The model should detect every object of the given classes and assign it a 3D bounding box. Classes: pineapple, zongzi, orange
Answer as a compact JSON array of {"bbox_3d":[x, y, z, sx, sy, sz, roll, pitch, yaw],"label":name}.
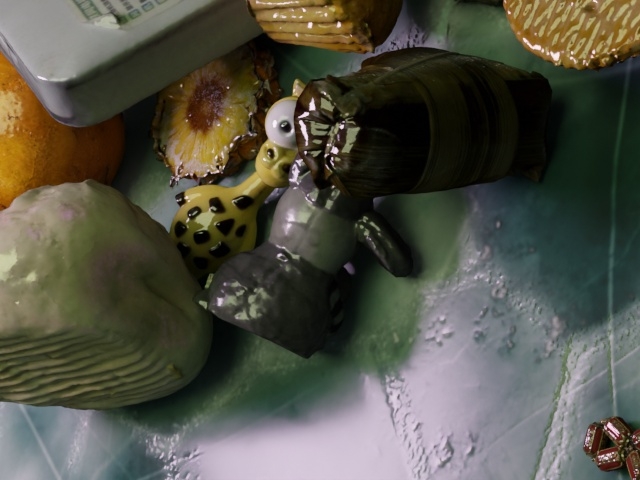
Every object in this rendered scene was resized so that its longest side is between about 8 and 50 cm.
[{"bbox_3d":[-0.127,-0.154,1.912,0.221,0.047,0.221,-17,64,38],"label":"pineapple"},{"bbox_3d":[0.048,-0.139,1.621,0.288,0.286,0.134,31,118,46],"label":"zongzi"},{"bbox_3d":[-0.358,-0.135,1.970,0.240,0.240,0.240,-14,66,35],"label":"orange"}]

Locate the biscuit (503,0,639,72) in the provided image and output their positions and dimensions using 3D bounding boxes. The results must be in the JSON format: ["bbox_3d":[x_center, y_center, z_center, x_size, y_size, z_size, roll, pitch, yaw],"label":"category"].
[{"bbox_3d":[0.280,-0.283,1.525,0.254,0.035,0.254,-14,67,38],"label":"biscuit"}]

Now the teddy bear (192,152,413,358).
[{"bbox_3d":[0.002,0.018,1.695,0.171,0.144,0.251,40,91,10],"label":"teddy bear"}]

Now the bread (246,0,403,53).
[{"bbox_3d":[0.011,-0.316,1.697,0.139,0.240,0.240,-4,72,25],"label":"bread"}]

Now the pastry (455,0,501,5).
[{"bbox_3d":[0.181,-0.350,1.692,0.192,0.093,0.182,-45,54,19],"label":"pastry"}]

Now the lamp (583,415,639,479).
[{"bbox_3d":[0.279,0.193,1.468,0.083,0.031,0.063,8,78,44],"label":"lamp"}]

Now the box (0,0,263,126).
[{"bbox_3d":[-0.225,-0.344,1.904,0.396,0.111,0.396,-30,50,-11],"label":"box"}]

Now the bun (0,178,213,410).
[{"bbox_3d":[-0.293,0.061,1.786,0.361,0.361,0.213,-16,58,35],"label":"bun"}]

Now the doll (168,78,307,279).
[{"bbox_3d":[-0.068,-0.064,1.804,0.291,0.086,0.117,-43,93,17],"label":"doll"}]
